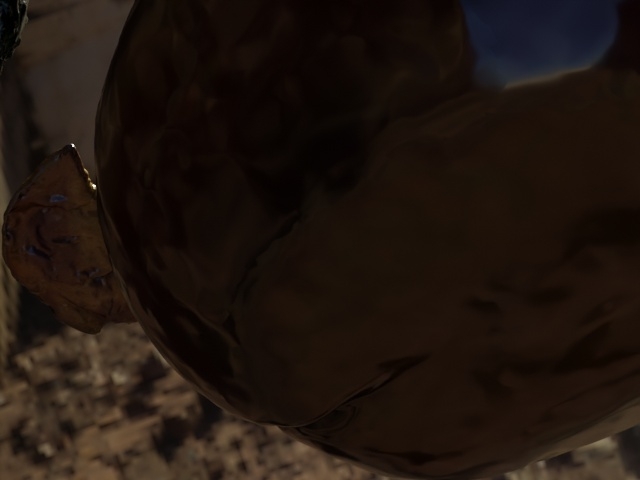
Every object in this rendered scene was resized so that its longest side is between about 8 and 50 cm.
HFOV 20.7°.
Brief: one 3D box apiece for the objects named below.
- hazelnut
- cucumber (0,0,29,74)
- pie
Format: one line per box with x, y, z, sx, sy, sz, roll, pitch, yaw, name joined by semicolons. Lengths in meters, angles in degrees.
0.092;-0.078;0.913;0.402;0.402;0.429;-39;-17;-53;hazelnut
-0.227;-0.221;1.170;0.072;0.072;0.300;-15;49;6;cucumber
-0.159;0.011;1.161;0.092;0.170;0.034;-29;43;8;pie
